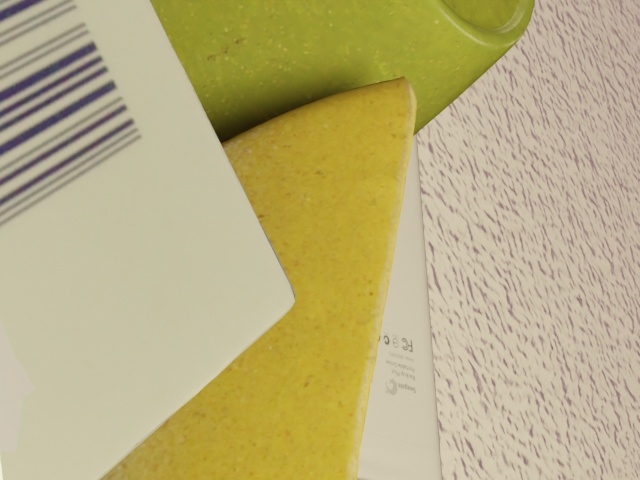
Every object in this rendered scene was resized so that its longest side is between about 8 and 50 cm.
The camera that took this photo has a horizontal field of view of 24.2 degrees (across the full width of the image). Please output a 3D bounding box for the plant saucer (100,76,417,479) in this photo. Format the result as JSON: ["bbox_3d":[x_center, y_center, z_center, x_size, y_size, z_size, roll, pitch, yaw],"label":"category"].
[{"bbox_3d":[-0.082,0.130,0.616,0.081,0.333,0.333,20,53,-13],"label":"plant saucer"}]

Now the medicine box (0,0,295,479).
[{"bbox_3d":[-0.198,-0.035,0.488,0.149,0.289,0.264,-39,108,-44],"label":"medicine box"}]

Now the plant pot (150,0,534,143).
[{"bbox_3d":[-0.056,-0.109,0.723,0.274,0.293,0.275,27,55,-46],"label":"plant pot"}]

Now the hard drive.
[{"bbox_3d":[0.000,0.000,0.977,0.210,0.040,0.319,22,59,-49],"label":"hard drive"}]
